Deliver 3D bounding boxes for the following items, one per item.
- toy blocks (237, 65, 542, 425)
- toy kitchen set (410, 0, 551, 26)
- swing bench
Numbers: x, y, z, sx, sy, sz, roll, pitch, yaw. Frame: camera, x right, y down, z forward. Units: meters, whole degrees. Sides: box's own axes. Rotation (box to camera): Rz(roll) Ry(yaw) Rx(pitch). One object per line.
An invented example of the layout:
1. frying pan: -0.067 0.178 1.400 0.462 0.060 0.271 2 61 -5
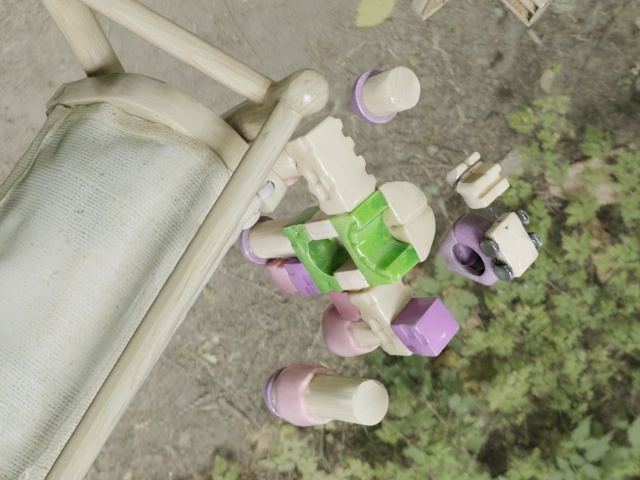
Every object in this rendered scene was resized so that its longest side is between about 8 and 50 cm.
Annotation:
1. toy blocks: 0.000 0.000 0.963 0.309 0.260 0.289 -41 108 -29
2. toy kitchen set: 0.128 -0.192 0.693 0.083 0.068 0.075 -40 83 -22
3. swing bench: -0.142 0.026 0.454 0.165 0.255 0.253 31 74 -2
